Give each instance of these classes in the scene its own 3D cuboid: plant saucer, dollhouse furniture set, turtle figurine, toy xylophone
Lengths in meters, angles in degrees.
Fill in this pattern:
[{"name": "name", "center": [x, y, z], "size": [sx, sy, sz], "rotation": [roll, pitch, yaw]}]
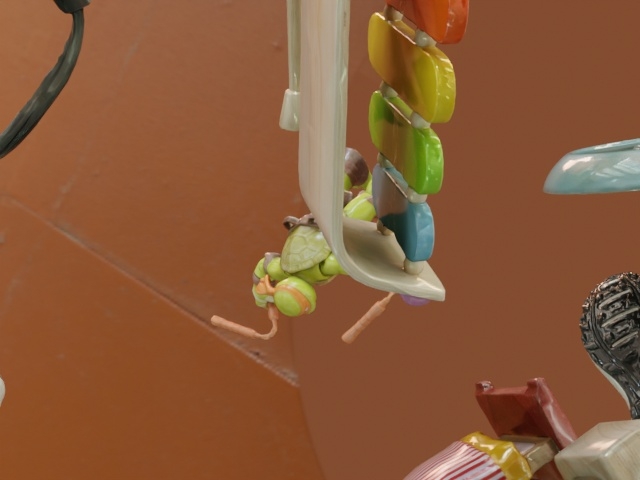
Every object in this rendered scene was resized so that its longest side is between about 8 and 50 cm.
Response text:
[{"name": "plant saucer", "center": [0.410, -0.096, 1.276], "size": [0.318, 0.317, 0.043], "rotation": [-6, 96, 20]}, {"name": "dollhouse furniture set", "center": [0.122, 0.186, 0.636], "size": [0.201, 0.374, 0.152], "rotation": [-31, 89, -17]}, {"name": "turtle figurine", "center": [0.000, 0.000, 1.093], "size": [0.087, 0.217, 0.270], "rotation": [46, 145, -21]}, {"name": "toy xylophone", "center": [0.031, -0.131, 0.737], "size": [0.081, 0.236, 0.322], "rotation": [-3, 121, -11]}]

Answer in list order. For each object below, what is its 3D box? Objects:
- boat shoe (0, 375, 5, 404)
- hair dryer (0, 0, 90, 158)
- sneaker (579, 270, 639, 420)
[{"name": "boat shoe", "center": [-0.286, 0.054, 0.700], "size": [0.219, 0.077, 0.070], "rotation": [13, 62, 18]}, {"name": "hair dryer", "center": [-0.162, -0.178, 0.327], "size": [0.080, 0.224, 0.293], "rotation": [43, 118, 55]}, {"name": "sneaker", "center": [0.382, 0.156, 1.298], "size": [0.100, 0.108, 0.271], "rotation": [-30, 51, 18]}]
